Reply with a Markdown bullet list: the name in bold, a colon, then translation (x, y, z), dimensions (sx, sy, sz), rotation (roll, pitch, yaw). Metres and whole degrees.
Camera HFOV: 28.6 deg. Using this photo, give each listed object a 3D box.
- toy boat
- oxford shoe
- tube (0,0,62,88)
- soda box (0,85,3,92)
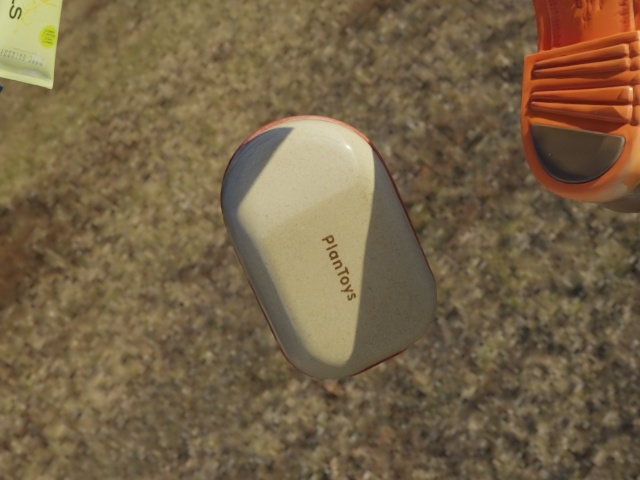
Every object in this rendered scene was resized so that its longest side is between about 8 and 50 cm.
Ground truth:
- **toy boat**: translation (0.000, 0.000, 1.119), dimensions (0.151, 0.231, 0.151), rotation (-25, 13, -6)
- **oxford shoe**: translation (0.231, -0.199, 0.940), dimensions (0.130, 0.132, 0.364), rotation (3, 82, 43)
- **tube**: translation (-0.297, -0.284, 1.312), dimensions (0.062, 0.070, 0.240), rotation (-138, 60, -86)
- **soda box**: translation (-0.432, -0.142, 1.448), dimensions (0.210, 0.071, 0.067), rotation (-19, 45, 63)
